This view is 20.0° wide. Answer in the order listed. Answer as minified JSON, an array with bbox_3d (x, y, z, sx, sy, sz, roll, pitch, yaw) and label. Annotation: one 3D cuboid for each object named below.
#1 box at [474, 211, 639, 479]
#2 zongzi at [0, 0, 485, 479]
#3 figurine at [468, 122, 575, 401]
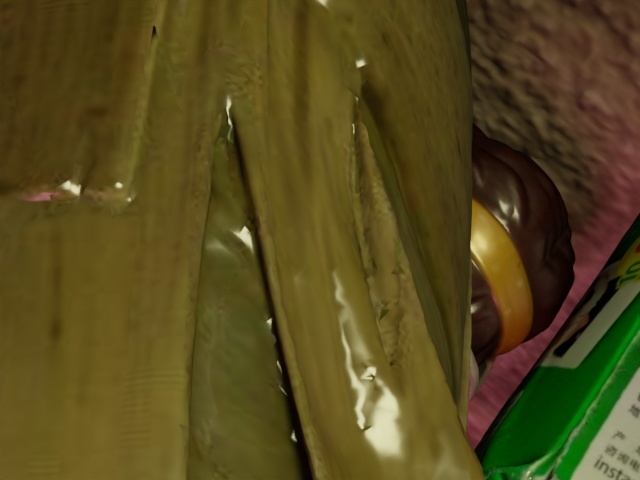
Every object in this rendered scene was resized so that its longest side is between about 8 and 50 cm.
[{"bbox_3d":[0.170,0.058,0.612,0.180,0.250,0.103,35,152,7],"label":"box"},{"bbox_3d":[-0.053,-0.036,0.450,0.218,0.500,0.467,1,119,-3],"label":"zongzi"},{"bbox_3d":[0.002,0.000,0.825,0.240,0.116,0.175,5,123,35],"label":"figurine"}]
